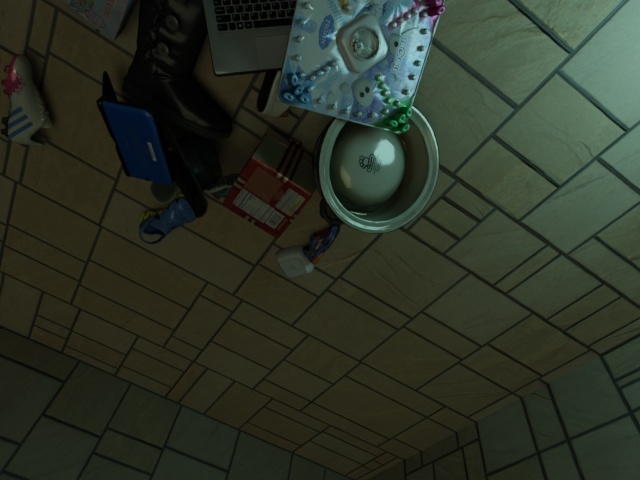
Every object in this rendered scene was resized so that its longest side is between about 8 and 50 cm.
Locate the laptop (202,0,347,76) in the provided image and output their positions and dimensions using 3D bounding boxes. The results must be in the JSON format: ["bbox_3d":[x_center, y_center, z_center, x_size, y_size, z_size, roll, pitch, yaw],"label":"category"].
[{"bbox_3d":[-0.104,-0.652,0.994,0.383,0.236,0.407,-9,86,-8],"label":"laptop"}]

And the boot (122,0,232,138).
[{"bbox_3d":[-0.367,-0.569,1.240,0.367,0.146,0.445,25,121,-13],"label":"boot"}]

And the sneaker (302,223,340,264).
[{"bbox_3d":[0.000,0.000,1.636,0.087,0.083,0.221,36,118,-2],"label":"sneaker"}]

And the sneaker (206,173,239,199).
[{"bbox_3d":[-0.338,-0.196,1.559,0.167,0.064,0.076,-9,141,18],"label":"sneaker"}]

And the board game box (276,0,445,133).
[{"bbox_3d":[0.117,-0.505,1.073,0.391,0.050,0.389,8,108,-23],"label":"board game box"}]

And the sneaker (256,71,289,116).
[{"bbox_3d":[-0.093,-0.515,1.275,0.123,0.105,0.290,4,127,-37],"label":"sneaker"}]

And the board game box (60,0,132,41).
[{"bbox_3d":[-0.637,-0.719,1.077,0.318,0.065,0.319,35,157,-29],"label":"board game box"}]

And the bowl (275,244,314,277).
[{"bbox_3d":[-0.108,0.097,1.738,0.142,0.053,0.141,-17,123,18],"label":"bowl"}]

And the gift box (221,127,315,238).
[{"bbox_3d":[-0.143,-0.181,1.407,0.276,0.258,0.255,36,123,-17],"label":"gift box"}]

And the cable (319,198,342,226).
[{"bbox_3d":[0.077,-0.135,1.538,0.151,0.047,0.184,12,114,-12],"label":"cable"}]

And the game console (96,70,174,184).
[{"bbox_3d":[-0.583,-0.356,1.345,0.251,0.173,0.293,13,142,7],"label":"game console"}]

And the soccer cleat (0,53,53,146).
[{"bbox_3d":[-0.987,-0.466,1.425,0.143,0.115,0.331,17,131,-24],"label":"soccer cleat"}]

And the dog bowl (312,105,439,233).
[{"bbox_3d":[0.156,-0.232,1.292,0.409,0.150,0.407,-5,103,-21],"label":"dog bowl"}]

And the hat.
[{"bbox_3d":[-0.405,-0.244,1.352,0.134,0.331,0.331,-27,130,-26],"label":"hat"}]

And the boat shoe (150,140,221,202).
[{"bbox_3d":[-0.479,-0.253,1.514,0.321,0.103,0.118,-36,98,23],"label":"boat shoe"}]

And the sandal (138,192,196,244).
[{"bbox_3d":[-0.587,-0.073,1.622,0.318,0.138,0.126,-25,128,24],"label":"sandal"}]
